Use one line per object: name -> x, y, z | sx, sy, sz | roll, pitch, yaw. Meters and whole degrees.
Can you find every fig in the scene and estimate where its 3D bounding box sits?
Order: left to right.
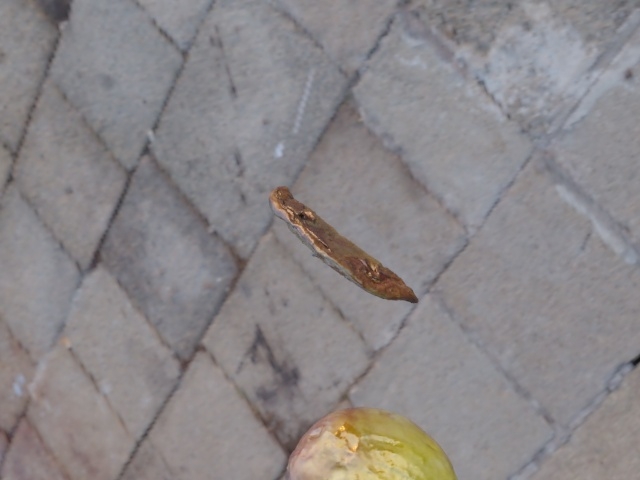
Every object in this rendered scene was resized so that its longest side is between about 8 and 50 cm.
fig -> 0.094, 0.251, 1.166 | 0.257, 0.159, 0.159 | 8, 114, 29

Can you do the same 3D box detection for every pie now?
pie -> 0.000, 0.000, 1.119 | 0.191, 0.088, 0.033 | 40, 99, 34
